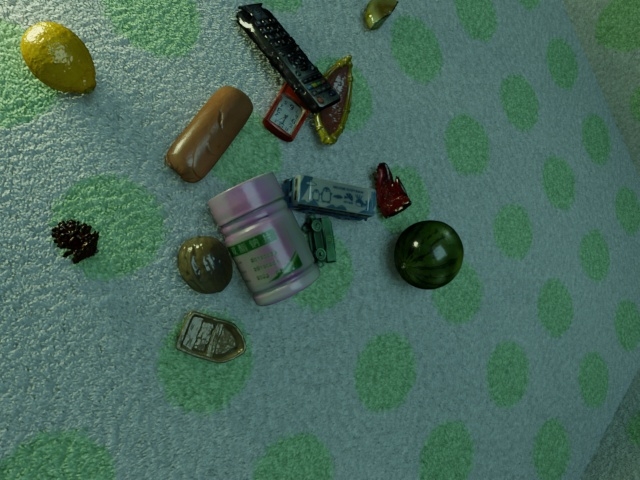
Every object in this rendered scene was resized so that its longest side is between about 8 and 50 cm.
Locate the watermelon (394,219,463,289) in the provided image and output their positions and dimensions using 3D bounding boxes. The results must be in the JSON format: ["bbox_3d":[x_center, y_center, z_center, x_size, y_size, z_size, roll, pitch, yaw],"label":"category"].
[{"bbox_3d":[0.371,0.049,1.424,0.242,0.242,0.243,3,84,-28],"label":"watermelon"}]

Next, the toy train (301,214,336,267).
[{"bbox_3d":[0.000,0.000,1.327,0.099,0.070,0.172,-6,87,-36],"label":"toy train"}]

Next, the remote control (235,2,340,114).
[{"bbox_3d":[-0.105,-0.563,1.286,0.399,0.062,0.144,51,49,-1],"label":"remote control"}]

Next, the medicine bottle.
[{"bbox_3d":[-0.156,-0.003,1.160,0.211,0.212,0.326,-28,98,-27],"label":"medicine bottle"}]

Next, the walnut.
[{"bbox_3d":[-0.310,0.066,1.114,0.140,0.140,0.162,-13,89,-28],"label":"walnut"}]

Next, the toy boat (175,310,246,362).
[{"bbox_3d":[-0.298,0.272,1.143,0.188,0.061,0.116,26,72,-24],"label":"toy boat"}]

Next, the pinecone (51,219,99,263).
[{"bbox_3d":[-0.593,-0.001,1.000,0.109,0.102,0.102,35,66,15],"label":"pinecone"}]

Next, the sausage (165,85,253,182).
[{"bbox_3d":[-0.312,-0.297,1.159,0.121,0.121,0.305,38,68,-20],"label":"sausage"}]

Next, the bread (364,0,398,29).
[{"bbox_3d":[0.211,-0.839,1.514,0.094,0.083,0.157,32,69,-19],"label":"bread"}]

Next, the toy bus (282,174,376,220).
[{"bbox_3d":[0.032,-0.133,1.320,0.296,0.131,0.106,7,82,-26],"label":"toy bus"}]

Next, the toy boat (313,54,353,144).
[{"bbox_3d":[0.043,-0.460,1.381,0.140,0.099,0.319,16,80,-22],"label":"toy boat"}]

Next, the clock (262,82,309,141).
[{"bbox_3d":[-0.107,-0.403,1.315,0.113,0.061,0.155,33,74,-21],"label":"clock"}]

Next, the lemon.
[{"bbox_3d":[-0.626,-0.433,0.994,0.187,0.142,0.142,48,66,-14],"label":"lemon"}]

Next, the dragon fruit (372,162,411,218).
[{"bbox_3d":[0.235,-0.178,1.446,0.092,0.122,0.193,-21,97,-13],"label":"dragon fruit"}]
